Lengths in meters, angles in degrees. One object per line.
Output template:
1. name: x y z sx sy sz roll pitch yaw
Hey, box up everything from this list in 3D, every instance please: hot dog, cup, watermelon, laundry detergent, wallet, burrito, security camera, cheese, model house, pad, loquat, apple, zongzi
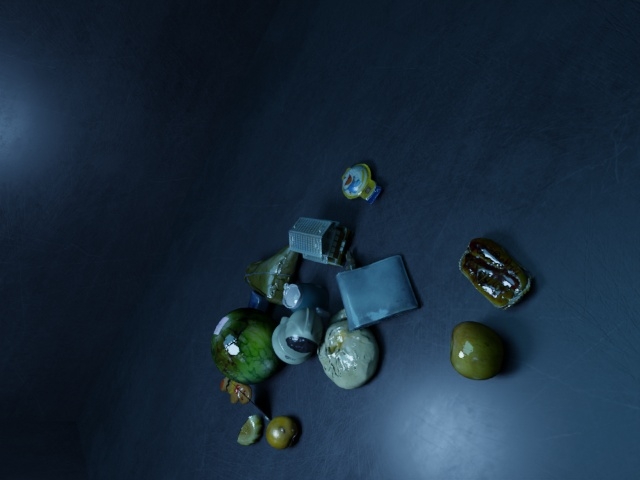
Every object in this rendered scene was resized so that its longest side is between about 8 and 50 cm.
1. hot dog: 0.576 0.106 1.431 0.163 0.081 0.271 -51 46 19
2. cup: -0.076 0.268 1.945 0.299 0.173 0.168 30 94 47
3. watermelon: -0.333 0.489 1.987 0.362 0.363 0.364 -19 61 39
4. laundry detergent: -0.351 0.411 2.208 0.143 0.094 0.290 19 90 58
5. wallet: 0.217 0.203 1.697 0.290 0.054 0.252 -22 59 11
6. burrito: 0.083 0.333 1.849 0.188 0.058 0.045 -41 74 25
7. security camera: -0.084 0.400 1.804 0.277 0.196 0.191 125 165 -52
8. cheese: 0.186 -0.261 1.974 0.177 0.069 0.270 -56 44 12
9. model house: 0.000 0.000 1.948 0.224 0.215 0.199 13 82 47
10. pad: -0.334 0.732 1.966 0.009 0.265 0.159 -45 38 -20
11. loquat: -0.168 0.825 1.839 0.141 0.141 0.141 -19 61 39
12. apple: 0.494 0.349 1.354 0.154 0.182 0.183 5 75 15
13. zongzi: -0.236 0.107 2.171 0.322 0.159 0.361 23 94 47

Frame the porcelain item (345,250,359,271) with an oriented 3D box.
1. porcelain item: 0.146 0.133 1.845 0.069 0.081 0.216 -27 55 17

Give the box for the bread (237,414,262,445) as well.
1. bread: -0.318 0.893 1.997 0.094 0.082 0.157 16 88 44

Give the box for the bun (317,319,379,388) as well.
1. bun: 0.097 0.452 1.719 0.287 0.146 0.288 -16 65 38

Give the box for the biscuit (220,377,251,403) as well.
1. biscuit: -0.436 0.755 2.205 0.250 0.036 0.166 23 91 47
